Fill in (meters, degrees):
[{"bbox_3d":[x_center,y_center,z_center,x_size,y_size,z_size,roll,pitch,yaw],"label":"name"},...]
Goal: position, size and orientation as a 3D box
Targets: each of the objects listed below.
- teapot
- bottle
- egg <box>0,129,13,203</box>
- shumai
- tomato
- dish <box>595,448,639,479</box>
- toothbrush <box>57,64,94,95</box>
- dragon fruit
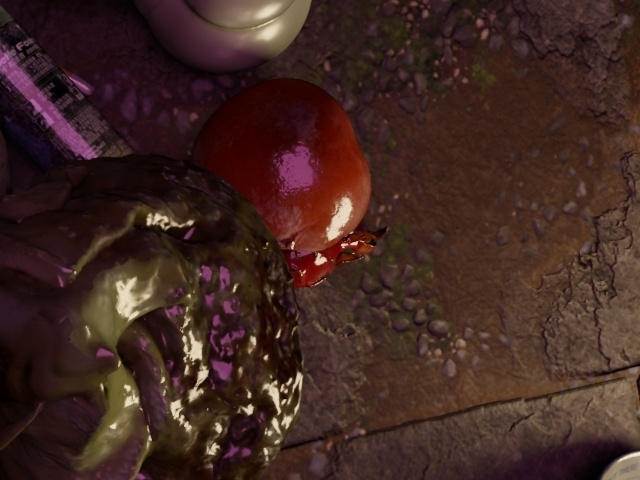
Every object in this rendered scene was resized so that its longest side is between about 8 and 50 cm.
[{"bbox_3d":[-0.155,-0.282,1.174,0.318,0.149,0.220,-30,93,-19],"label":"teapot"},{"bbox_3d":[-0.316,-0.157,1.130,0.093,0.093,0.330,-44,103,-16],"label":"bottle"},{"bbox_3d":[-0.397,-0.084,1.085,0.141,0.141,0.182,-43,110,-17],"label":"egg"},{"bbox_3d":[-0.213,0.091,0.941,0.395,0.348,0.395,-2,82,11],"label":"shumai"},{"bbox_3d":[-0.046,-0.100,1.171,0.199,0.112,0.228,-27,64,-22],"label":"tomato"},{"bbox_3d":[0.437,0.415,1.318,0.273,0.134,0.273,14,43,-13],"label":"dish"},{"bbox_3d":[-0.381,-0.243,1.164,0.288,0.021,0.024,34,87,-13],"label":"toothbrush"},{"bbox_3d":[0.000,0.000,1.238,0.190,0.094,0.094,-19,91,-28],"label":"dragon fruit"}]
